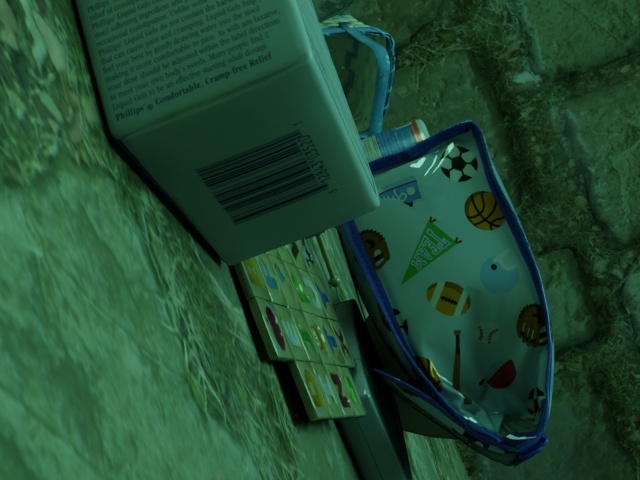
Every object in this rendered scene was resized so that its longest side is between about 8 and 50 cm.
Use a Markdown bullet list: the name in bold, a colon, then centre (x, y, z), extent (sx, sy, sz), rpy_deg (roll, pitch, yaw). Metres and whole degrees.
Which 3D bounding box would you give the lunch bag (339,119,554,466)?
- **lunch bag**: centre (0.172, 0.100, 1.465), extent (0.328, 0.239, 0.385), rpy_deg (57, 9, -75)

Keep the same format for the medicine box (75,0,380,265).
- **medicine box**: centre (-0.082, -0.169, 0.922), extent (0.263, 0.149, 0.289), rpy_deg (58, 12, -66)

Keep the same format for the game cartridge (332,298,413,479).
- **game cartridge**: centre (0.054, 0.193, 1.450), extent (0.297, 0.062, 0.198), rpy_deg (-94, 158, -72)

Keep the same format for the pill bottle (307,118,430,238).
- **pill bottle**: centre (0.065, -0.081, 1.677), extent (0.124, 0.221, 0.124), rpy_deg (-21, 90, -84)

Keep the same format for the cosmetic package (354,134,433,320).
- **cosmetic package**: centre (0.240, 0.045, 2.415), extent (0.329, 0.327, 0.394), rpy_deg (63, 9, -52)

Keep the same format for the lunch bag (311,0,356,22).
- **lunch bag**: centre (-0.088, -0.538, 2.059), extent (0.305, 0.212, 0.256), rpy_deg (68, -11, -26)

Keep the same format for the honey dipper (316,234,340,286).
- **honey dipper**: centre (0.000, 0.000, 1.777), extent (0.030, 0.030, 0.161), rpy_deg (-94, 166, -72)

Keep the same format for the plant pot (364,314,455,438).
- **plant pot**: centre (0.158, 0.183, 1.764), extent (0.284, 0.191, 0.284), rpy_deg (-20, 90, -87)

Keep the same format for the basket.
- **basket**: centre (0.041, -0.269, 2.097), extent (0.289, 0.201, 0.255), rpy_deg (46, -42, 49)

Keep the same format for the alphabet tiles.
- **alphabet tiles**: centre (-0.031, 0.047, 1.177), extent (0.342, 0.011, 0.285), rpy_deg (29, 38, -74)
